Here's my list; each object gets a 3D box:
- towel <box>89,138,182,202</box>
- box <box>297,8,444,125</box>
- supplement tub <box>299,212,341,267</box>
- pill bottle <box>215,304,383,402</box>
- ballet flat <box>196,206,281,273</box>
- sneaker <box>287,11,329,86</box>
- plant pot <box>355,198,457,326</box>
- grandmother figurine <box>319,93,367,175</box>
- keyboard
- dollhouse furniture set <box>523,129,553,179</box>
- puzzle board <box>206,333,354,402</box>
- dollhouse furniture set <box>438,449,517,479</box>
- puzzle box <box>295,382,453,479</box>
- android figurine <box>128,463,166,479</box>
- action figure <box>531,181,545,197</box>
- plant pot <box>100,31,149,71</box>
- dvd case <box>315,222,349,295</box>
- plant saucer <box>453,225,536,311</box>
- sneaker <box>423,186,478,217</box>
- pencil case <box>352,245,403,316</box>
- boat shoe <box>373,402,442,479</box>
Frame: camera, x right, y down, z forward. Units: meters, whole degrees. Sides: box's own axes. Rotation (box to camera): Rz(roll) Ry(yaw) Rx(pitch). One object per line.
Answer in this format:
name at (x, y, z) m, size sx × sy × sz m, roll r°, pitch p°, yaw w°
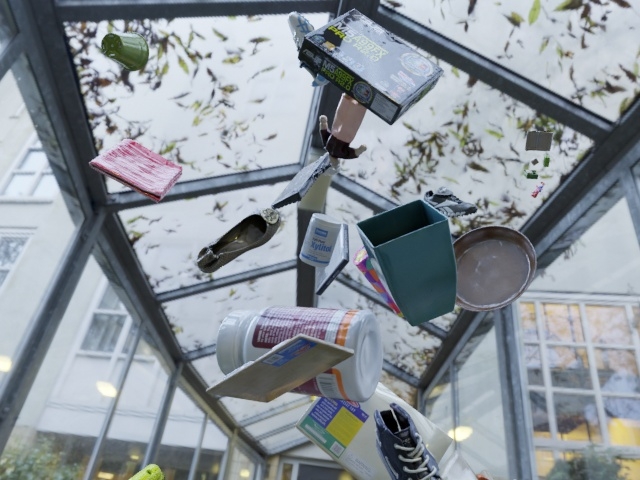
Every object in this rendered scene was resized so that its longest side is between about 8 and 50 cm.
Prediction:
towel at (-0.499, -0.203, 1.423) m, size 0.199 × 0.274 × 0.031 m, roll 28°, pitch -71°, yaw -13°
box at (0.117, -0.401, 1.164) m, size 0.270 × 0.216 × 0.060 m, roll 39°, pitch -37°, yaw 9°
supplement tub at (0.000, 0.000, 1.141) m, size 0.071 × 0.071 × 0.107 m, roll 14°, pitch -76°, yaw -9°
pill bottle at (-0.056, 0.282, 1.322) m, size 0.393 × 0.223 × 0.224 m, roll 0°, pitch -34°, yaw 25°
ballet flat at (-0.189, -0.009, 1.218) m, size 0.084 × 0.250 × 0.058 m, roll 47°, pitch -29°, yaw 14°
sneaker at (-0.044, -0.580, 1.553) m, size 0.237 × 0.086 × 0.085 m, roll 62°, pitch -17°, yaw -4°
plant pot at (0.205, 0.059, 1.146) m, size 0.166 × 0.165 × 0.234 m, roll -21°, pitch -68°, yaw -2°
grandmother figurine at (0.081, -0.373, 1.849) m, size 0.208 × 0.104 × 0.342 m, roll 45°, pitch -49°, yaw 22°
keyboard at (-0.026, -0.123, 1.041) m, size 0.108 × 0.180 × 0.023 m, roll -24°, pitch -69°, yaw 33°
dollhouse furniture set at (0.655, -0.265, 1.554) m, size 0.076 × 0.058 × 0.151 m, roll 4°, pitch -67°, yaw 12°
puzzle board at (-0.041, 0.135, 0.536) m, size 0.128 × 0.011 × 0.096 m, roll -34°, pitch -38°, yaw 21°
dollhouse furniture set at (0.228, 0.453, 0.661) m, size 0.262 × 0.135 × 0.259 m, roll 36°, pitch -85°, yaw -14°
puzzle box at (0.162, 0.591, 1.572) m, size 0.409 × 0.272 × 0.052 m, roll 35°, pitch -24°, yaw 18°
android figurine at (-0.444, 0.601, 1.104) m, size 0.056 × 0.248 × 0.273 m, roll 34°, pitch 4°, yaw 14°
action figure at (0.805, -0.185, 1.902) m, size 0.030 × 0.115 × 0.038 m, roll 32°, pitch -51°, yaw 19°
plant pot at (-0.424, -0.409, 1.092) m, size 0.084 × 0.079 × 0.083 m, roll 2°, pitch -79°, yaw 12°
dvd case at (0.042, 0.073, 1.935) m, size 0.030 × 0.179 × 0.238 m, roll 19°, pitch -44°, yaw -19°
plant saucer at (0.540, 0.095, 1.654) m, size 0.311 × 0.310 × 0.050 m, roll -14°, pitch -37°, yaw 30°
sneaker at (0.460, -0.142, 1.851) m, size 0.078 × 0.106 × 0.234 m, roll -17°, pitch 16°, yaw -36°
pencil case at (0.195, 0.111, 1.468) m, size 0.105 × 0.104 × 0.236 m, roll -25°, pitch -65°, yaw 39°
boat shoe at (0.226, 0.550, 1.246) m, size 0.127 × 0.340 × 0.158 m, roll -21°, pitch -61°, yaw -17°
